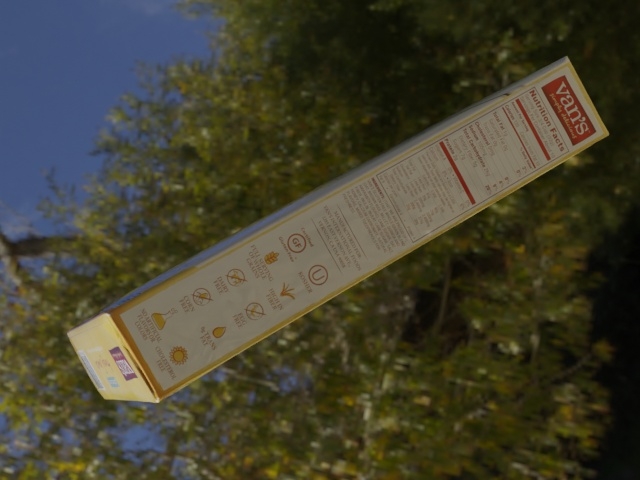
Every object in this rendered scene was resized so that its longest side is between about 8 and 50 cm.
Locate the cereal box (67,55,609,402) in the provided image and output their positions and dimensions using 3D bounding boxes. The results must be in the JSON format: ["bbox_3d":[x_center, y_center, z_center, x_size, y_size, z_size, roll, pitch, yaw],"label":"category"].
[{"bbox_3d":[0.000,0.000,0.583,0.240,0.173,0.047,-30,-88,-19],"label":"cereal box"}]
